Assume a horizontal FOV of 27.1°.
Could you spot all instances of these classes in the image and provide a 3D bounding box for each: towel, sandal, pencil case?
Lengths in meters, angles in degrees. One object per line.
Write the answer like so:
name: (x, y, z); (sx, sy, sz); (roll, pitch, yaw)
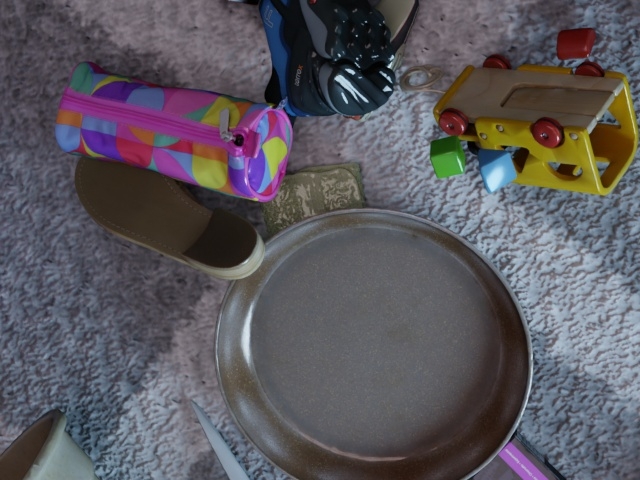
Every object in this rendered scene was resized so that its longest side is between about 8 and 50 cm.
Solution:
towel: (0.000, 0.000, 1.326); (0.110, 0.027, 0.148); (-11, 97, 11)
sandal: (-0.146, -0.012, 1.317); (0.240, 0.079, 0.088); (28, 71, 31)
pencil case: (-0.140, -0.105, 1.265); (0.236, 0.104, 0.104); (13, 101, 24)

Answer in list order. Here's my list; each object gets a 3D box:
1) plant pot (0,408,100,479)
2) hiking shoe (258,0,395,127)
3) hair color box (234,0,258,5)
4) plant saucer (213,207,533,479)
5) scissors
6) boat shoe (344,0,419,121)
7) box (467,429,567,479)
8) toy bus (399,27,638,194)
plant pot: (-0.246, 0.389, 1.297); (0.305, 0.334, 0.334); (41, 102, -11)
hiking shoe: (-0.012, -0.261, 1.245); (0.132, 0.113, 0.304); (-6, 81, 43)
hair color box: (-0.081, -0.260, 1.240); (0.043, 0.141, 0.072); (16, 101, 6)
plant saucer: (0.052, 0.110, 1.304); (0.311, 0.050, 0.310); (3, 109, 9)
scissors: (-0.057, 0.299, 1.354); (0.297, 0.021, 0.109); (45, 65, 0)
boat shoe: (0.058, -0.178, 1.284); (0.043, 0.049, 0.137); (22, 102, -40)
box: (0.180, 0.287, 1.342); (0.116, 0.029, 0.162); (45, 101, 1)
toy bus: (0.192, -0.101, 1.240); (0.191, 0.202, 0.104); (-20, 126, 4)
